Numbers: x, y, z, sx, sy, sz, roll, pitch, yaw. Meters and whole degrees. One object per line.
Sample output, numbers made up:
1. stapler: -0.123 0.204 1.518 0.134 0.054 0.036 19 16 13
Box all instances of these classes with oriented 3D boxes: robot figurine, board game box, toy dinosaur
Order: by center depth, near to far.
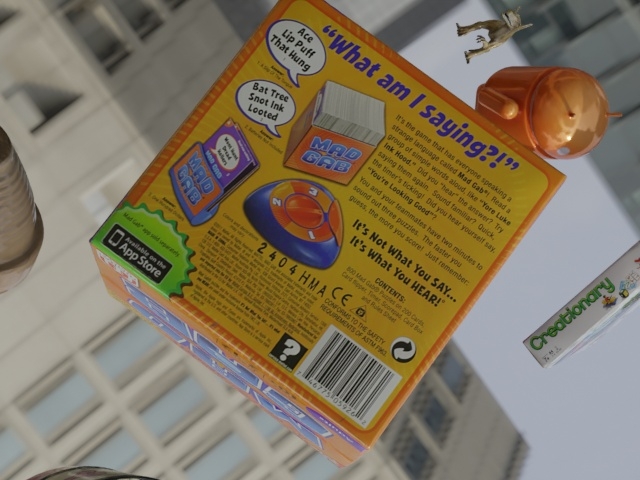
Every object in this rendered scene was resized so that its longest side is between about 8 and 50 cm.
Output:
1. board game box: 0.000 0.000 1.853 0.356 0.356 0.356 -53 176 -11
2. toy dinosaur: 0.220 -0.259 2.069 0.092 0.053 0.183 -15 -174 9
3. board game box: 0.418 0.044 2.172 0.305 0.053 0.193 -44 166 24
4. robot figurine: 0.297 -0.172 2.230 0.128 0.158 0.219 -53 -149 -19

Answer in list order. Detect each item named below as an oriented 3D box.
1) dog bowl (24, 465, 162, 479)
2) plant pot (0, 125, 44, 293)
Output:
1. dog bowl: -0.349 0.505 2.357 0.408 0.408 0.150 -43 -142 -24
2. plant pot: -0.359 -0.060 1.534 0.110 0.237 0.237 -62 -178 27
